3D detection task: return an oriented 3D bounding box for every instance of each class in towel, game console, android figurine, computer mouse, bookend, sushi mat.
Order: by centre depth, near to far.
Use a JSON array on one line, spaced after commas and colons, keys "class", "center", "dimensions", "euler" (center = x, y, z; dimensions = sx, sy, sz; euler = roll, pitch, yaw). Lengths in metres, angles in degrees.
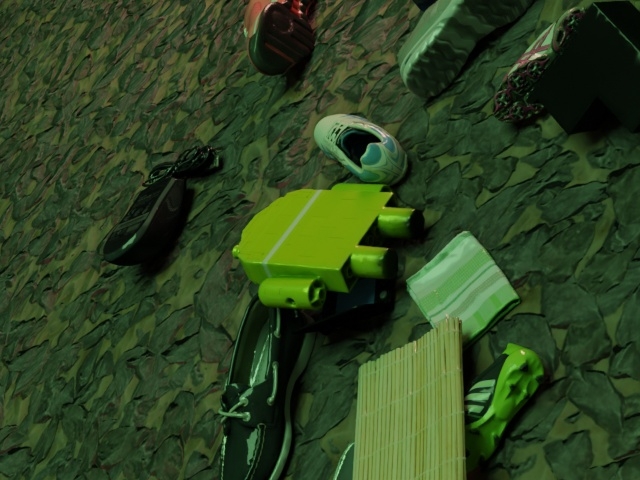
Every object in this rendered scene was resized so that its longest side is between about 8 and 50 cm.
[{"class": "sushi mat", "center": [0.095, 0.216, 1.191], "dimensions": [0.151, 0.019, 0.316], "euler": [-34, 27, 26]}, {"class": "bookend", "center": [0.351, -0.175, 1.289], "dimensions": [0.157, 0.072, 0.156], "euler": [55, 137, 27]}, {"class": "towel", "center": [0.172, 0.062, 1.341], "dimensions": [0.113, 0.023, 0.152], "euler": [-45, 35, 11]}, {"class": "game console", "center": [0.030, 0.079, 1.447], "dimensions": [0.122, 0.071, 0.107], "euler": [-23, 44, 34]}, {"class": "android figurine", "center": [0.000, 0.000, 1.491], "dimensions": [0.273, 0.056, 0.248], "euler": [1, 40, 34]}, {"class": "computer mouse", "center": [-0.286, -0.046, 1.936], "dimensions": [0.188, 0.072, 0.272], "euler": [-14, 37, 45]}]

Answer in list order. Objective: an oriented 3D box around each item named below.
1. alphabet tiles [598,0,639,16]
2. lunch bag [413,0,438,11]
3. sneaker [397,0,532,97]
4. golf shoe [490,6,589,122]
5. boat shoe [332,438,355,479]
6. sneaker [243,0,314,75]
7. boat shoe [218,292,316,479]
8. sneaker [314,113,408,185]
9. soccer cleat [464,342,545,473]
[{"class": "alphabet tiles", "center": [0.419, -0.325, 1.209], "dimensions": [0.011, 0.342, 0.285], "euler": [-17, 19, -31]}, {"class": "lunch bag", "center": [0.187, -0.409, 1.717], "dimensions": [0.098, 0.067, 0.065], "euler": [-19, 46, 37]}, {"class": "sneaker", "center": [0.209, -0.347, 1.601], "dimensions": [0.281, 0.105, 0.115], "euler": [-44, 35, 12]}, {"class": "golf shoe", "center": [0.298, -0.230, 1.440], "dimensions": [0.186, 0.067, 0.086], "euler": [-46, 8, 8]}, {"class": "boat shoe", "center": [0.026, 0.345, 1.182], "dimensions": [0.116, 0.099, 0.319], "euler": [-22, 43, 40]}, {"class": "sneaker", "center": [-0.087, -0.389, 2.003], "dimensions": [0.136, 0.116, 0.314], "euler": [-36, 29, 38]}, {"class": "boat shoe", "center": [-0.092, 0.210, 1.447], "dimensions": [0.114, 0.091, 0.302], "euler": [-20, 45, 38]}, {"class": "sneaker", "center": [0.048, -0.150, 1.625], "dimensions": [0.085, 0.086, 0.237], "euler": [-53, 33, 1]}, {"class": "soccer cleat", "center": [0.177, 0.190, 1.198], "dimensions": [0.179, 0.060, 0.072], "euler": [-49, 18, 0]}]
